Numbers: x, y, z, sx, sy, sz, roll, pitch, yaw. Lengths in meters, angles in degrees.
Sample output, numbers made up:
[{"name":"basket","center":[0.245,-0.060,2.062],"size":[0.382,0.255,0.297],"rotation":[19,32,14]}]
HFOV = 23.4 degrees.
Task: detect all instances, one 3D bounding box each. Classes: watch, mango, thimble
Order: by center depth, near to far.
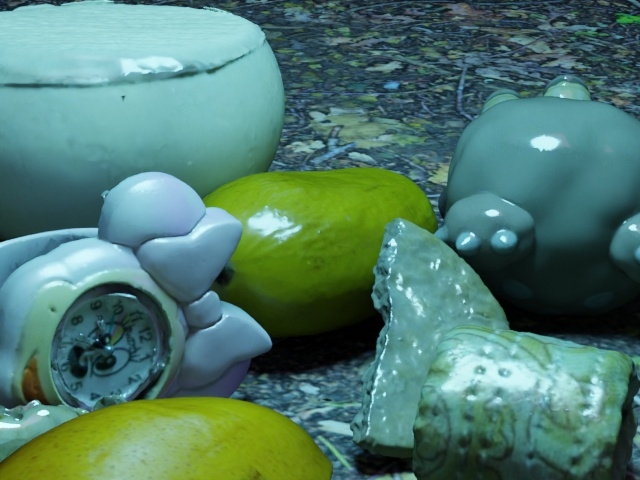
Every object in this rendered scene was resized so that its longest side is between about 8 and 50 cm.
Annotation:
[{"name":"mango","center":[-0.105,0.193,0.932],"size":[0.201,0.199,0.350],"rotation":[-29,6,35]},{"name":"thimble","center":[0.157,0.134,1.145],"size":[0.143,0.137,0.190],"rotation":[9,14,17]},{"name":"watch","center":[-0.205,0.051,1.277],"size":[0.248,0.211,0.217],"rotation":[-24,24,-31]},{"name":"mango","center":[0.004,0.003,1.445],"size":[0.195,0.142,0.331],"rotation":[23,25,36]}]

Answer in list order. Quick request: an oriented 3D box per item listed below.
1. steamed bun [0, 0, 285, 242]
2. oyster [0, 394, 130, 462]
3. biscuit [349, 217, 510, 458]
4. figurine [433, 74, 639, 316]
[{"name":"steamed bun","center":[-0.219,-0.105,1.554],"size":[0.374,0.241,0.374],"rotation":[-3,18,1]},{"name":"oyster","center":[-0.226,0.176,1.064],"size":[0.166,0.110,0.341],"rotation":[23,28,33]},{"name":"biscuit","center":[0.100,0.091,1.289],"size":[0.133,0.032,0.250],"rotation":[21,45,-11]},{"name":"figurine","center":[0.231,-0.064,1.528],"size":[0.248,0.203,0.381],"rotation":[9,24,-3]}]
